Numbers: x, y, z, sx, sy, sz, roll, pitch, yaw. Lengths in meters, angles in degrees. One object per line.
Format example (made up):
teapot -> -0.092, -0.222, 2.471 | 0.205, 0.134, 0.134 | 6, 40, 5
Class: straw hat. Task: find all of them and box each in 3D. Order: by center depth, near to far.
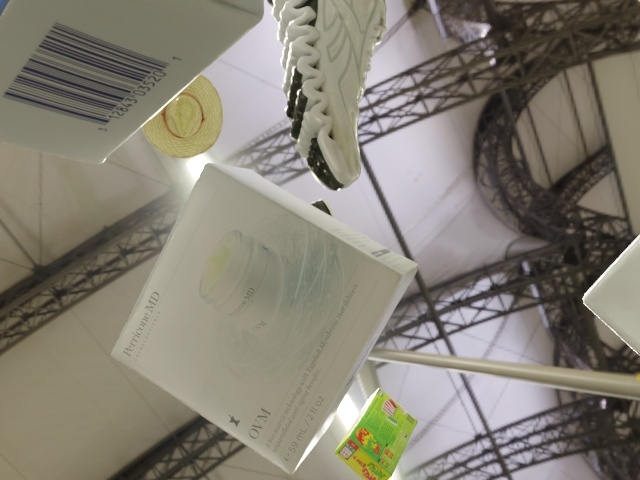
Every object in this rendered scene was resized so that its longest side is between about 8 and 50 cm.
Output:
straw hat -> -0.218, -0.199, 1.055 | 0.144, 0.061, 0.145 | -4, -75, -16

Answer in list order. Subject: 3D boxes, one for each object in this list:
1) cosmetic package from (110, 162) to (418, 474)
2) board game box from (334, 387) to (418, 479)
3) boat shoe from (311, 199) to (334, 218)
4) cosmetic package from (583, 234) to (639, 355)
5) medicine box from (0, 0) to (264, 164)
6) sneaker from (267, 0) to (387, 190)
cosmetic package -> -0.055, 0.071, 0.690 | 0.224, 0.224, 0.138 | -62, -12, 9
board game box -> 0.099, 0.334, 1.130 | 0.092, 0.043, 0.181 | 40, -156, 8
boat shoe -> 0.001, 0.000, 1.038 | 0.042, 0.049, 0.133 | -2, -103, -25
cosmetic package -> 0.648, 0.091, 0.873 | 0.329, 0.394, 0.327 | -1, -49, -49
medicine box -> -0.182, -0.250, 0.524 | 0.149, 0.263, 0.289 | 12, -115, -39
sneaker -> 0.016, -0.195, 0.656 | 0.118, 0.110, 0.292 | -7, -99, -12
